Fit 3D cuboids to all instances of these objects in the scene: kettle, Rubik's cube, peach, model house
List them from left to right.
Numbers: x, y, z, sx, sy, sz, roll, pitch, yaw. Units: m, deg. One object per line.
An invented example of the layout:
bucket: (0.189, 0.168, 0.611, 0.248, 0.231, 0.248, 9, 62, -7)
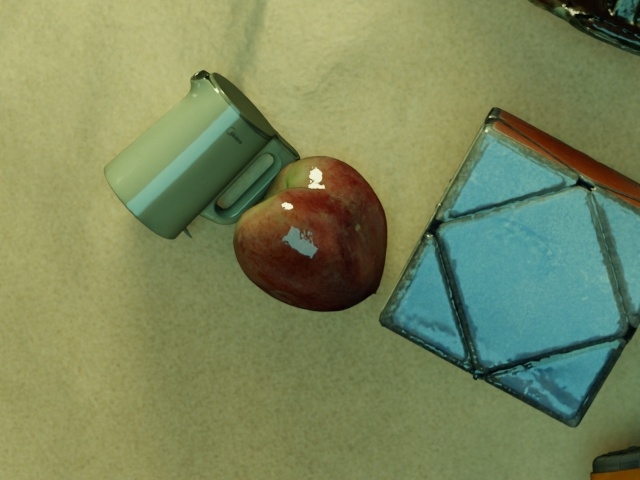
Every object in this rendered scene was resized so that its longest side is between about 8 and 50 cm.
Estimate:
kettle: (-0.117, -0.075, 1.583, 0.148, 0.098, 0.127, -42, 87, 10)
peach: (0.000, 0.000, 1.560, 0.152, 0.152, 0.152, 2, 100, 8)
Rubik's cube: (0.194, 0.019, 1.496, 0.205, 0.207, 0.205, 29, 102, 1)
model house: (0.282, -0.257, 1.483, 0.165, 0.106, 0.152, 23, 105, -1)

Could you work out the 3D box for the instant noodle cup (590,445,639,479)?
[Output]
instant noodle cup: (0.328, 0.256, 1.550, 0.208, 0.177, 0.126, -7, 82, -32)
